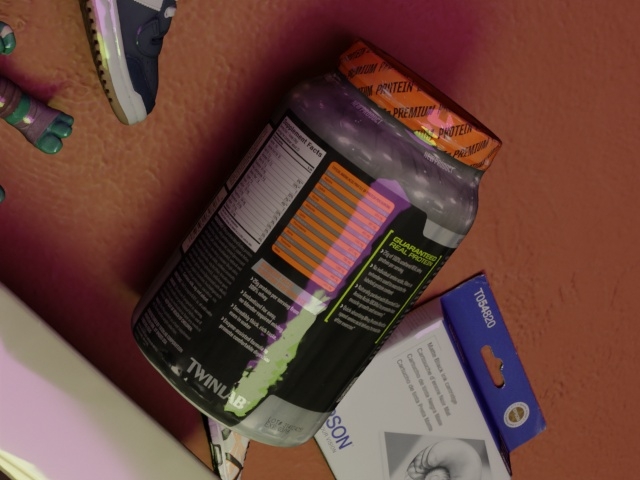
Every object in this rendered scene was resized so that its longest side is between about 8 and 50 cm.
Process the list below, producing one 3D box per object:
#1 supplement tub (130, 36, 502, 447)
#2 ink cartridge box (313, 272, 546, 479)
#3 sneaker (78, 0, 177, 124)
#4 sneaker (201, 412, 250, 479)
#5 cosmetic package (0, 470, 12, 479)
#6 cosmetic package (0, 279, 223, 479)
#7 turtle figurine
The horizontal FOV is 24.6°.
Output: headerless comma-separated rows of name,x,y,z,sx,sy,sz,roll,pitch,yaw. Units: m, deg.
supplement tub,0.000,0.000,1.238,0.193,0.193,0.316,31,102,-30
ink cartridge box,0.106,0.174,1.449,0.224,0.045,0.223,-29,121,-5
sneaker,-0.117,-0.232,1.136,0.153,0.099,0.282,-13,116,-12
sneaker,-0.083,0.201,1.397,0.043,0.040,0.109,-15,120,-15
cosmetic package,-0.270,0.259,1.345,0.239,0.060,0.099,9,109,-24
cosmetic package,-0.206,0.161,1.225,0.309,0.160,0.113,45,80,-21
turtle figurine,-0.301,-0.125,1.112,0.175,0.118,0.234,-29,138,13
